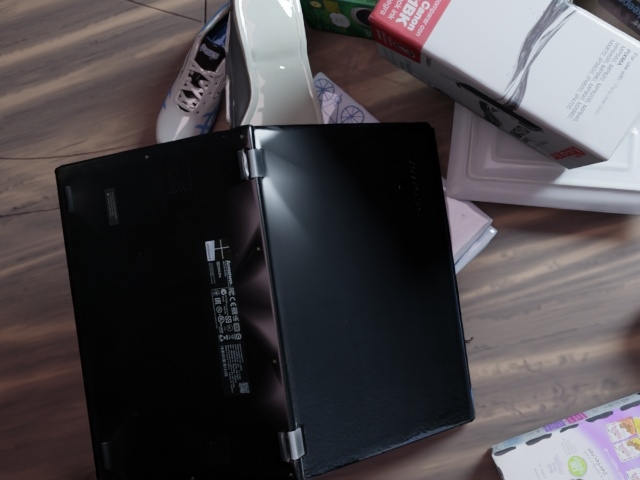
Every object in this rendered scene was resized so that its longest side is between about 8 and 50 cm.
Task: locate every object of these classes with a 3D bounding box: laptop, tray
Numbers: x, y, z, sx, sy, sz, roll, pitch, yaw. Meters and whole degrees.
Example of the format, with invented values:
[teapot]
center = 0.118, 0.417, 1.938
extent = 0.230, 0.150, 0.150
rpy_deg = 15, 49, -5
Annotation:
[laptop]
center = -0.059, 0.070, 0.899
extent = 0.407, 0.236, 0.382
rpy_deg = -9, 88, 20
[tray]
center = 0.292, -0.112, 0.900
extent = 0.270, 0.030, 0.145
rpy_deg = 6, 87, 13

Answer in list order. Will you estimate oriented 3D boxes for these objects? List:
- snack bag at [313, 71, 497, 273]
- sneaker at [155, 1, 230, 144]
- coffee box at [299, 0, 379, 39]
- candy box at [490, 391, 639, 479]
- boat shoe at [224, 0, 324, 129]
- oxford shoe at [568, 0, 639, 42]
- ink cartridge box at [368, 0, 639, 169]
[snack bag]
center = 0.000, 0.000, 0.989
extent = 0.323, 0.037, 0.342
rpy_deg = 44, 94, 12
[sneaker]
center = -0.160, -0.226, 1.021
extent = 0.085, 0.086, 0.237
rpy_deg = 31, 92, 11
[coffee box]
center = 0.064, -0.301, 0.971
extent = 0.184, 0.113, 0.041
rpy_deg = 14, 84, 14
[candy box]
center = 0.322, 0.291, 0.876
extent = 0.196, 0.070, 0.165
rpy_deg = -22, 80, 8
[boat shoe]
center = -0.066, -0.176, 0.958
extent = 0.116, 0.099, 0.320
rpy_deg = -7, 100, -16
[oxford shoe]
center = 0.262, -0.336, 0.878
extent = 0.449, 0.130, 0.169
rpy_deg = 43, 118, 21
[ink cartridge box]
center = 0.199, -0.193, 0.793
extent = 0.272, 0.197, 0.114
rpy_deg = 32, 97, 6
